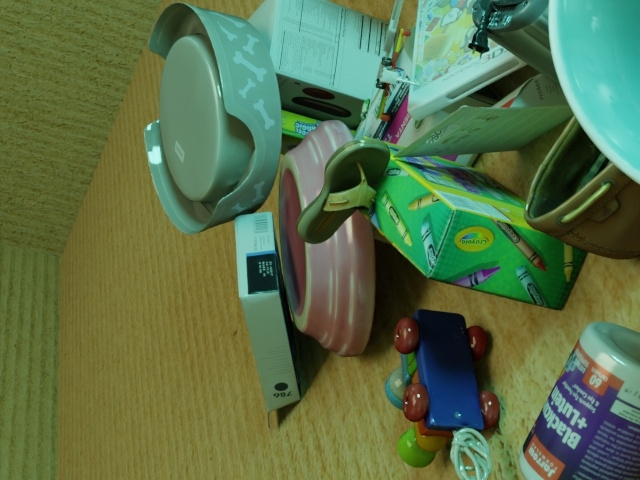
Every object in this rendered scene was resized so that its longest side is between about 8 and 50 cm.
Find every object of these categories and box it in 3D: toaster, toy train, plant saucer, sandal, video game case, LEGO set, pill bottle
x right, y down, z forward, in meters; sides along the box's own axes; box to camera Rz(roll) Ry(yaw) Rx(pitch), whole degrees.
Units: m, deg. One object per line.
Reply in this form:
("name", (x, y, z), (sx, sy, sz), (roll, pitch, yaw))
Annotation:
("toaster", (0.259, -0.249, 1.067), (0.227, 0.146, 0.129), (-62, 24, -6))
("toy train", (0.129, 0.214, 1.196), (0.143, 0.105, 0.248), (115, 157, -48))
("plant saucer", (0.000, 0.000, 1.485), (0.332, 0.084, 0.332), (175, 90, -80))
("sandal", (0.029, -0.046, 1.191), (0.180, 0.072, 0.049), (-56, 45, 42))
("video game case", (0.198, -0.270, 1.284), (0.206, 0.026, 0.227), (-25, 40, 36))
("LEGO set", (0.095, -0.214, 1.346), (0.182, 0.060, 0.244), (102, -178, -61))
("pill bottle", (0.241, 0.179, 0.936), (0.193, 0.108, 0.108), (-67, 24, 18))

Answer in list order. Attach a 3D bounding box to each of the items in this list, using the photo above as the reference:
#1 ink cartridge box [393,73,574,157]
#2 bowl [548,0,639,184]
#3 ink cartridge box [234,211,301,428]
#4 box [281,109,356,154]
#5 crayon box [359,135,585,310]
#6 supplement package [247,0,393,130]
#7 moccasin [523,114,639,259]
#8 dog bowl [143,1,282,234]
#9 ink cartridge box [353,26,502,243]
("ink cartridge box", (0.184, -0.137, 1.169), (0.145, 0.179, 0.045), (-34, 64, 57))
("bowl", (0.336, -0.158, 0.762), (0.312, 0.163, 0.311), (-2, 85, 25))
("ink cartridge box", (-0.077, 0.129, 1.639), (0.332, 0.065, 0.165), (84, 178, -47))
("box", (-0.042, -0.167, 1.704), (0.105, 0.179, 0.043), (-21, 57, 63))
("crayon box", (0.151, -0.026, 1.194), (0.081, 0.165, 0.278), (-70, 23, 14))
("supplement package", (-0.020, -0.272, 1.689), (0.194, 0.203, 0.149), (-28, 52, 61))
("moccasin", (0.302, -0.161, 0.951), (0.380, 0.147, 0.139), (-61, 27, 30))
("dog bowl", (-0.168, -0.186, 1.623), (0.349, 0.102, 0.348), (21, 114, 60))
("ink cartridge box", (0.128, -0.136, 1.415), (0.234, 0.088, 0.193), (-62, 25, 27))
